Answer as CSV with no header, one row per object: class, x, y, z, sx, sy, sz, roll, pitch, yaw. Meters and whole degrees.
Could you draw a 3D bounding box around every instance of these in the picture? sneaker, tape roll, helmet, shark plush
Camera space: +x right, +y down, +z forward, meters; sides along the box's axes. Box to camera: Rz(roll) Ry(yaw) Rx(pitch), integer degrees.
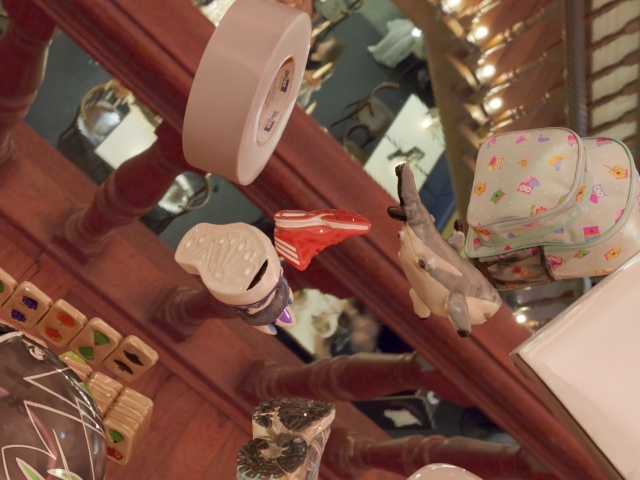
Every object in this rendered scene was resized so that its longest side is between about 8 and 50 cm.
sneaker,-0.096,0.081,1.308,0.236,0.323,0.130,40,77,-30
tape roll,-0.085,-0.179,0.924,0.072,0.219,0.219,23,65,5
helmet,-0.200,0.125,0.426,0.169,0.162,0.169,-42,139,-52
shark plush,0.097,0.008,0.652,0.067,0.073,0.161,-35,99,-17
sneaker,0.000,0.000,1.744,0.221,0.087,0.128,4,110,-8
sneaker,-0.050,0.299,1.029,0.110,0.283,0.122,3,101,13

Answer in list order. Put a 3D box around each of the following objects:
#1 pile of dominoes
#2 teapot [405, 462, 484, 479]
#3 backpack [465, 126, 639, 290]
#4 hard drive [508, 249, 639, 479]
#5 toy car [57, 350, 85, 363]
pile of dominoes,-0.262,0.102,0.652,0.251,0.196,0.040,26,47,4
teapot,0.116,0.336,0.657,0.256,0.187,0.252,-58,153,-3
backpack,0.262,-0.041,0.856,0.144,0.189,0.165,54,43,-45
hard drive,0.309,0.041,0.387,0.353,0.047,0.233,-38,76,-2
toy car,-0.482,0.291,1.300,0.149,0.189,0.155,-55,132,-66
